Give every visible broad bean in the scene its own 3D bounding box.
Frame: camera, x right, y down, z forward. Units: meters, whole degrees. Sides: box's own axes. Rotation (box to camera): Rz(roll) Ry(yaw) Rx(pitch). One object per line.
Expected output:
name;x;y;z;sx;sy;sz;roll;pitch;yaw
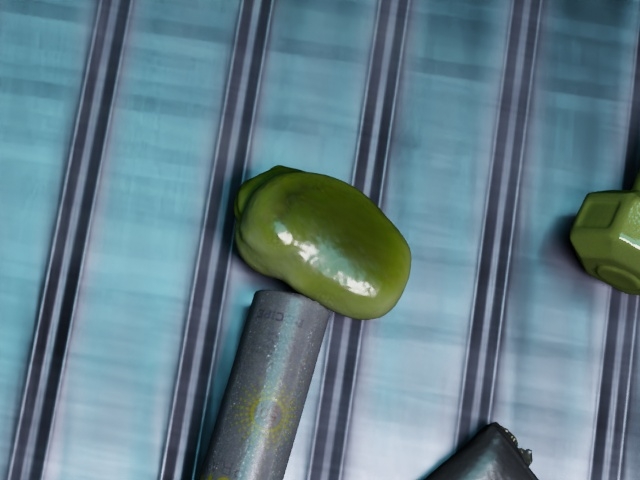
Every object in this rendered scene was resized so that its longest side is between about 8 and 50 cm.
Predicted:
broad bean;0.000;0.000;1.617;0.174;0.082;0.124;27;60;-13

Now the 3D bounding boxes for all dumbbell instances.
dumbbell;0.343;-0.093;1.690;0.108;0.121;0.302;36;72;-31

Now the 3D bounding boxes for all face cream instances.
face cream;-0.062;0.184;1.562;0.073;0.073;0.284;18;75;-7

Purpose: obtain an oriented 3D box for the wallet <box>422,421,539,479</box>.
wallet;0.118;0.290;1.591;0.250;0.044;0.149;-37;90;-17
